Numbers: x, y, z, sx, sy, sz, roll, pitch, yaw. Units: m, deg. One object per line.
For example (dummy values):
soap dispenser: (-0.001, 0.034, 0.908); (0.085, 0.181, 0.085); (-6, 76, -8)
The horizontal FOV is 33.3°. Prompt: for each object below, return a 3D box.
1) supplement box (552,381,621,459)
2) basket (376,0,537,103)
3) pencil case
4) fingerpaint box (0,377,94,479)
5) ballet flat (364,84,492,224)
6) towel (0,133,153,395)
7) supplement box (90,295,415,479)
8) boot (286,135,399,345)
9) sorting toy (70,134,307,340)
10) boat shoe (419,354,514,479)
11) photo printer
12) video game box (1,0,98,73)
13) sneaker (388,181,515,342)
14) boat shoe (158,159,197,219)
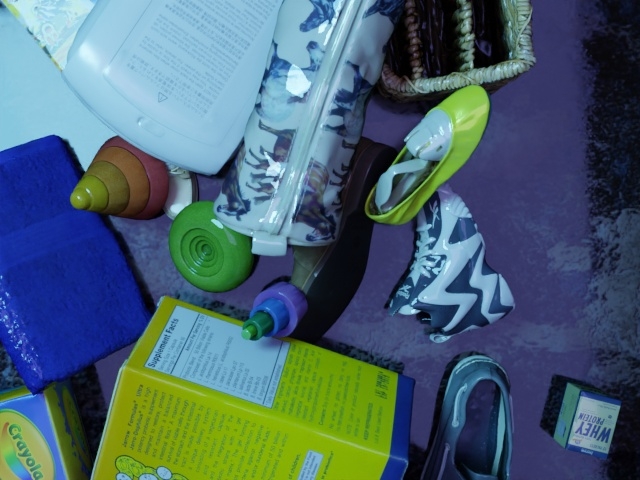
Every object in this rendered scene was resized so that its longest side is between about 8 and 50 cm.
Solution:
supplement box: (0.359, 0.242, 1.448); (0.056, 0.083, 0.083); (14, 91, -1)
basket: (0.140, -0.335, 1.369); (0.214, 0.223, 0.299); (-5, 92, -1)
pencil case: (-0.002, -0.185, 1.298); (0.160, 0.183, 0.410); (19, 102, 3)
fingerpaint box: (-0.461, 0.441, 1.403); (0.371, 0.163, 0.444); (-15, 91, -1)
ballet flat: (0.127, -0.100, 1.337); (0.077, 0.231, 0.077); (-3, 52, -38)
towel: (-0.364, 0.026, 1.391); (0.076, 0.228, 0.308); (-29, 89, 39)
supplement box: (-0.080, 0.243, 1.361); (0.357, 0.194, 0.195); (19, 115, 0)
boot: (0.000, 0.000, 1.451); (0.115, 0.112, 0.305); (24, 96, 30)
sorting toy: (-0.187, 0.010, 1.374); (0.365, 0.126, 0.127); (39, 121, 11)
boat shoe: (0.198, 0.317, 1.439); (0.116, 0.099, 0.319); (9, 91, -2)
photo printer: (-0.164, -0.255, 1.383); (0.256, 0.107, 0.307); (33, 79, -16)
video game box: (-0.315, -0.342, 1.453); (0.205, 0.048, 0.187); (-40, 89, 0)
sneaker: (0.141, 0.031, 1.437); (0.153, 0.094, 0.235); (-31, 101, -8)
boat shoe: (-0.206, -0.109, 1.450); (0.063, 0.059, 0.170); (-12, 91, 0)
